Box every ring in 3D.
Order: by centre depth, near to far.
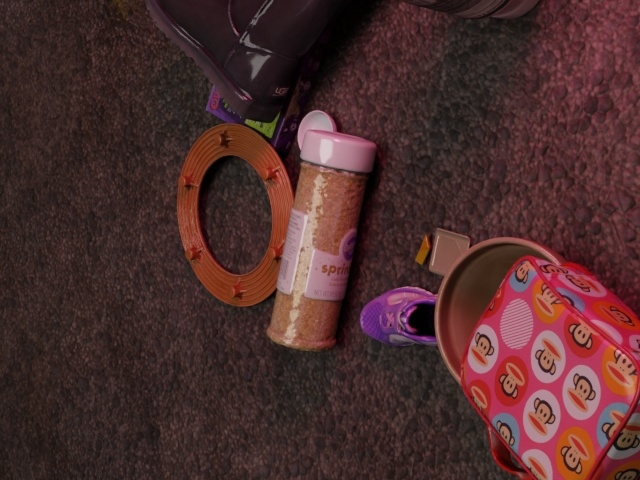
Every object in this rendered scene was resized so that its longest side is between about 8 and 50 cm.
[{"bbox_3d":[-0.164,-0.045,2.101,0.337,0.032,0.336,8,101,46],"label":"ring"}]

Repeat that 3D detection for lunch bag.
[{"bbox_3d":[0.295,0.188,1.436,0.258,0.120,0.293,-65,35,23],"label":"lunch bag"}]

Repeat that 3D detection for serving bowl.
[{"bbox_3d":[0.000,-0.179,1.982,0.083,0.027,0.083,-1,88,43],"label":"serving bowl"}]

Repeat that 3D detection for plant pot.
[{"bbox_3d":[0.288,0.113,1.636,0.237,0.110,0.237,1,91,40],"label":"plant pot"}]

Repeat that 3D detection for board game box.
[{"bbox_3d":[-0.078,-0.353,2.052,0.208,0.056,0.346,32,110,35],"label":"board game box"}]

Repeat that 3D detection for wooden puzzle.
[{"bbox_3d":[0.200,0.021,1.795,0.116,0.014,0.078,27,111,41],"label":"wooden puzzle"}]

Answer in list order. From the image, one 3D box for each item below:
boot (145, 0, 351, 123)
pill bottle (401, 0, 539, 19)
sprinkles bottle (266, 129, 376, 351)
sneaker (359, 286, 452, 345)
[{"bbox_3d":[-0.082,-0.478,1.924,0.367,0.146,0.445,49,124,22],"label":"boot"},{"bbox_3d":[0.193,-0.399,1.633,0.162,0.278,0.162,-1,88,44],"label":"pill bottle"},{"bbox_3d":[0.000,0.000,1.911,0.121,0.121,0.355,20,103,42],"label":"sprinkles bottle"},{"bbox_3d":[0.142,0.120,1.784,0.236,0.105,0.095,-1,89,45],"label":"sneaker"}]
